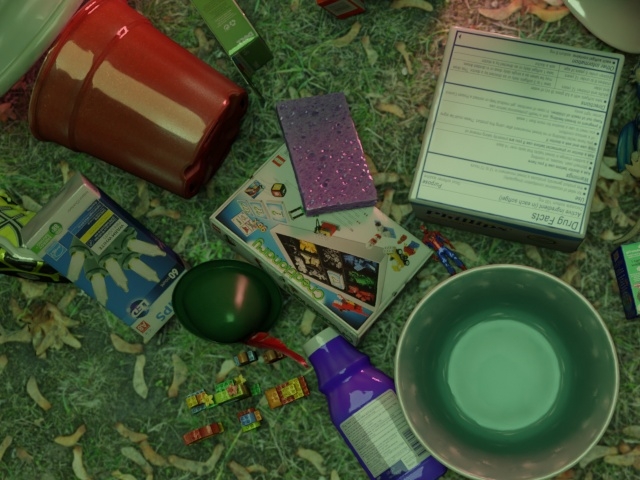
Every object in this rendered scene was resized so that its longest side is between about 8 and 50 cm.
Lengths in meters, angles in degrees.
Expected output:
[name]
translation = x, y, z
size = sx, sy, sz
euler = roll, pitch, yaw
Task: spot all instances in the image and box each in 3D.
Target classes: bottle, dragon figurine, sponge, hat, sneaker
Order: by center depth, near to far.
[hat]
translation = -0.143, 0.143, 1.471
size = 0.173, 0.183, 0.208
euler = 36, 121, -21
[dragon figurine]
translation = 0.504, -0.141, 1.488
size = 0.085, 0.144, 0.289
euler = 6, 102, 9
[bottle]
translation = 0.076, 0.263, 1.498
size = 0.118, 0.092, 0.283
euler = -36, 77, -1
[sponge]
translation = 0.008, -0.141, 1.564
size = 0.117, 0.031, 0.210
euler = -11, 65, -11
[sneaker]
translation = -0.537, -0.025, 1.629
size = 0.385, 0.145, 0.147
euler = 12, 73, 5

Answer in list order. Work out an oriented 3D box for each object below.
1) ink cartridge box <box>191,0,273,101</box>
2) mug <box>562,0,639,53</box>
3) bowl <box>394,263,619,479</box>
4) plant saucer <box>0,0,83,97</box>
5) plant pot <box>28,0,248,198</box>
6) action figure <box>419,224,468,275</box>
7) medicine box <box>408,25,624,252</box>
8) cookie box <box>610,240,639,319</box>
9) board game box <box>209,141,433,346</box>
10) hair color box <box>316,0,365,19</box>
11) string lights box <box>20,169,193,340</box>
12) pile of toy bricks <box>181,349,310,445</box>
[ink cartridge box]
translation = -0.139, -0.343, 1.622
size = 0.062, 0.109, 0.209
euler = -35, 77, 4
[mug]
translation = 0.505, -0.511, 1.475
size = 0.328, 0.276, 0.374
euler = -38, 46, -3
[bowl]
translation = 0.272, 0.198, 1.437
size = 0.312, 0.163, 0.311
euler = -2, 80, 10
[plant saucer]
translation = -0.494, -0.388, 1.569
size = 0.400, 0.100, 0.400
euler = -33, 36, 28
[plant pot]
translation = -0.277, -0.214, 1.563
size = 0.265, 0.272, 0.272
euler = 30, 87, 5
[action figure]
translation = 0.197, 0.020, 1.548
size = 0.038, 0.030, 0.115
euler = -41, 74, 5
[medicine box]
translation = 0.298, -0.154, 1.494
size = 0.263, 0.149, 0.289
euler = 13, 84, 12
[cookie box]
translation = 0.474, 0.061, 1.459
size = 0.040, 0.092, 0.107
euler = -12, 80, 5
[board game box]
translation = 0.000, 0.000, 1.541
size = 0.305, 0.053, 0.193
euler = 38, 68, 13
[hair color box]
translation = 0.022, -0.465, 1.615
size = 0.053, 0.093, 0.167
euler = -15, 78, 26
[string lights box]
translation = -0.327, 0.026, 1.538
size = 0.133, 0.077, 0.260
euler = -46, 119, 1
[pile of toy bricks]
translation = -0.134, 0.243, 1.531
size = 0.212, 0.105, 0.118
euler = -24, 78, 6
